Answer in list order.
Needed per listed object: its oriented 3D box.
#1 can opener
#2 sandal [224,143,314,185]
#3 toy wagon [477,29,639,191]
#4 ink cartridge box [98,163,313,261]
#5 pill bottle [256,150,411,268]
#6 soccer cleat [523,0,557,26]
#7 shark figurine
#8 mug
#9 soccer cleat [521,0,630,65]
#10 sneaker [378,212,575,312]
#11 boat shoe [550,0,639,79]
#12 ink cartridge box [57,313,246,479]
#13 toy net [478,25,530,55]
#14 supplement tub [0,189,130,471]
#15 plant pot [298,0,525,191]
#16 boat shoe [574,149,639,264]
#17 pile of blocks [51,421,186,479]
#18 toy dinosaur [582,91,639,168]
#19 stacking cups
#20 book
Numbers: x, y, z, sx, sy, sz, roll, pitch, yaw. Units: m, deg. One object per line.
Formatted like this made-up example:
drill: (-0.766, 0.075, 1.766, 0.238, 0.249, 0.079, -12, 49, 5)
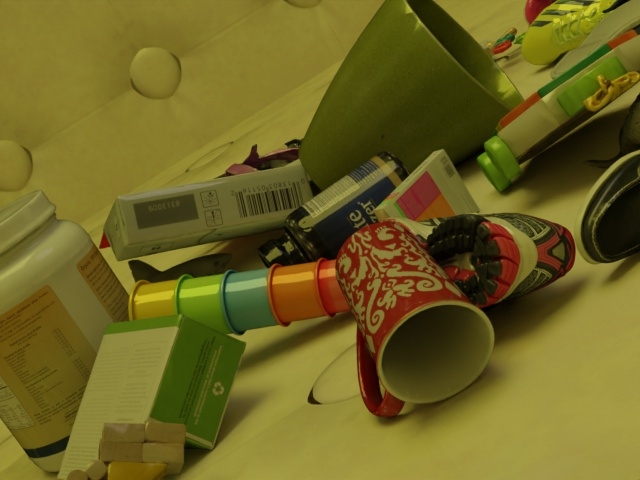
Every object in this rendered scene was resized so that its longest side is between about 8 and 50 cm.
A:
can opener: (-0.100, -0.130, 2.392, 0.283, 0.076, 0.095, -22, -15, 35)
sandal: (-0.085, -0.134, 2.186, 0.416, 0.102, 0.169, -17, 0, 42)
toy wagon: (0.318, -0.173, 1.456, 0.267, 0.068, 0.344, -35, -6, 1)
ink cartridge box: (-0.206, -0.019, 2.008, 0.308, 0.091, 0.385, -12, -9, -17)
pill bottle: (0.031, -0.011, 1.567, 0.219, 0.123, 0.123, -35, 15, -6)
soccer cleat: (0.513, -0.461, 2.154, 0.331, 0.116, 0.143, -30, -2, -3)
shark figurine: (-0.282, 0.089, 1.909, 0.166, 0.116, 0.278, -21, 16, 39)
mug: (0.067, 0.073, 1.143, 0.150, 0.113, 0.169, -41, 34, 8)
soccer cleat: (0.450, -0.361, 1.946, 0.289, 0.093, 0.121, -23, 23, 32)
sneaker: (0.148, 0.030, 1.259, 0.112, 0.121, 0.299, -6, 2, -25)
boat shoe: (0.435, -0.276, 1.710, 0.254, 0.079, 0.095, -42, 20, -28)
ink cartridge box: (-0.206, 0.223, 1.365, 0.189, 0.097, 0.255, -11, 58, 53)
toy net: (0.346, -0.362, 2.263, 0.232, 0.045, 0.122, -16, 23, 51)
supplement tub: (-0.358, 0.115, 1.555, 0.228, 0.316, 0.228, -29, 14, 8)
plant pot: (0.115, -0.187, 1.795, 0.293, 0.275, 0.275, -44, 10, 20)
boat shoe: (0.343, -0.055, 1.153, 0.233, 0.084, 0.079, -33, 14, -17)
pile of blocks: (-0.267, 0.316, 1.155, 0.362, 0.149, 0.112, -33, -17, -27)
toy dinosaur: (0.408, -0.160, 1.305, 0.313, 0.121, 0.160, -16, 7, 36)
stacking cups: (-0.079, 0.067, 1.485, 0.316, 0.096, 0.096, -12, 20, 16)
book: (0.136, -0.039, 1.498, 0.035, 0.096, 0.144, -15, 21, 49)
